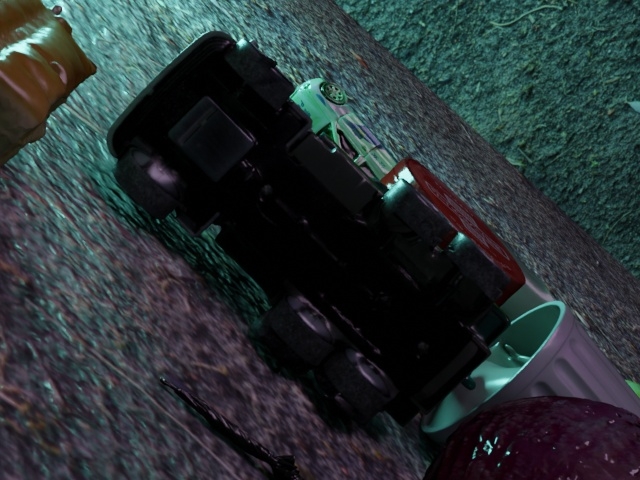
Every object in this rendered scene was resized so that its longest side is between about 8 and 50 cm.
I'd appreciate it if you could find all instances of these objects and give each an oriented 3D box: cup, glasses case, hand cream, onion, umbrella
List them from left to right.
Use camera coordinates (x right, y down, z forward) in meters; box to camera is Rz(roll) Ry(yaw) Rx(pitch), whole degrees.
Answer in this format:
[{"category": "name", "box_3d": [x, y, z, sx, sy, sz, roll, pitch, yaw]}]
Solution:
[{"category": "umbrella", "box_3d": [-0.043, 0.132, 0.854, 0.149, 0.022, 0.022, 41, -28, -18]}, {"category": "hand cream", "box_3d": [0.113, 0.017, 1.421, 0.193, 0.125, 0.193, 41, 15, -13]}, {"category": "glasses case", "box_3d": [0.215, 0.027, 1.780, 0.308, 0.083, 0.128, 44, 14, -6]}, {"category": "cup", "box_3d": [0.197, 0.197, 1.169, 0.202, 0.221, 0.167, 47, -21, -5]}, {"category": "onion", "box_3d": [0.173, 0.216, 0.874, 0.349, 0.159, 0.267, 6, 54, -59]}]

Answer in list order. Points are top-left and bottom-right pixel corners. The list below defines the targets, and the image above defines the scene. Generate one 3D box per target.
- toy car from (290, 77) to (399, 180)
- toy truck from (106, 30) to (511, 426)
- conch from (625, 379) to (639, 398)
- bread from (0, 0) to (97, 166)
[{"category": "toy car", "box_3d": [0.031, -0.086, 1.556, 0.224, 0.090, 0.076, 49, 41, 9]}, {"category": "toy truck", "box_3d": [-0.001, -0.001, 1.078, 0.363, 0.176, 0.178, 45, 5, -7]}, {"category": "conch", "box_3d": [0.338, 0.237, 1.420, 0.251, 0.137, 0.143, 35, 16, -37]}, {"category": "bread", "box_3d": [-0.259, -0.145, 0.823, 0.239, 0.111, 0.246, 45, 11, -13]}]
